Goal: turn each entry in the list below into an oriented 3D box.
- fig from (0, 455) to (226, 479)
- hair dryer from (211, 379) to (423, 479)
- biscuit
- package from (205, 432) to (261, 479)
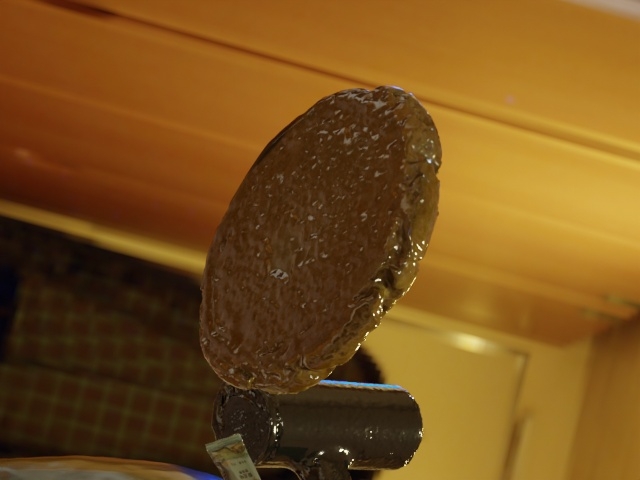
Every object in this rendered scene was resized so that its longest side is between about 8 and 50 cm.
[{"bbox_3d":[-0.073,0.143,0.563,0.181,0.191,0.181,-61,177,-6],"label":"fig"},{"bbox_3d":[0.018,0.245,1.824,0.089,0.197,0.251,-40,-125,41],"label":"hair dryer"},{"bbox_3d":[0.000,0.000,1.281,0.226,0.042,0.226,-32,-138,35],"label":"biscuit"},{"bbox_3d":[-0.052,0.197,1.483,0.015,0.037,0.110,-48,-118,42],"label":"package"}]
